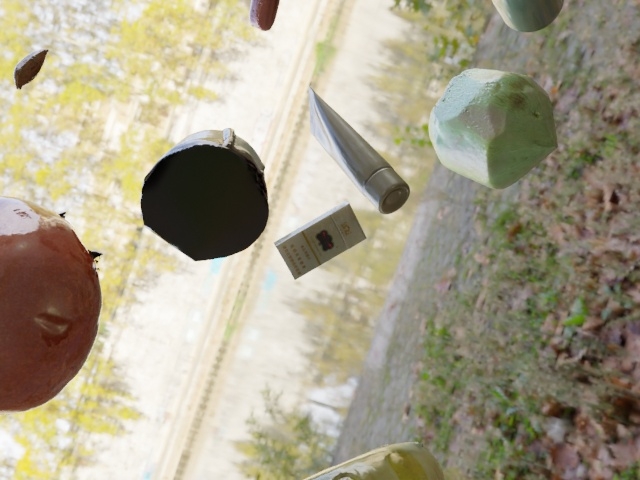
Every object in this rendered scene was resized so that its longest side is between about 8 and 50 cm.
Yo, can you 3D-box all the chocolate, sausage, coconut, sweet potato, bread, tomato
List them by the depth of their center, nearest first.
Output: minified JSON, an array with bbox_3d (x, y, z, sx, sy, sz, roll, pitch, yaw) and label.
[{"bbox_3d":[0.017,0.394,1.032,0.160,0.333,0.333,66,155,21],"label":"bread"},{"bbox_3d":[-0.507,0.107,1.193,0.273,0.341,0.341,-33,-31,-57],"label":"tomato"},{"bbox_3d":[-0.469,-0.279,1.246,0.034,0.034,0.095,118,176,-56],"label":"sweet potato"},{"bbox_3d":[-0.118,-0.532,1.685,0.062,0.062,0.154,-78,6,-48],"label":"sausage"},{"bbox_3d":[-0.243,-0.115,1.714,0.186,0.284,0.283,-97,26,-66],"label":"chocolate"},{"bbox_3d":[0.449,-0.285,1.953,0.328,0.328,0.281,-78,-14,-48],"label":"coconut"}]

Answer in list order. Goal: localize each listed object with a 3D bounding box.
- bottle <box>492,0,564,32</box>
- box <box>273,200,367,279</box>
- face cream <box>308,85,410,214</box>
[{"bbox_3d":[0.469,-0.637,1.843,0.347,0.168,0.168,20,-92,-60],"label":"bottle"},{"bbox_3d":[0.000,0.000,1.513,0.167,0.090,0.024,-30,29,-3],"label":"box"},{"bbox_3d":[0.064,-0.191,1.670,0.341,0.084,0.137,51,157,34],"label":"face cream"}]
